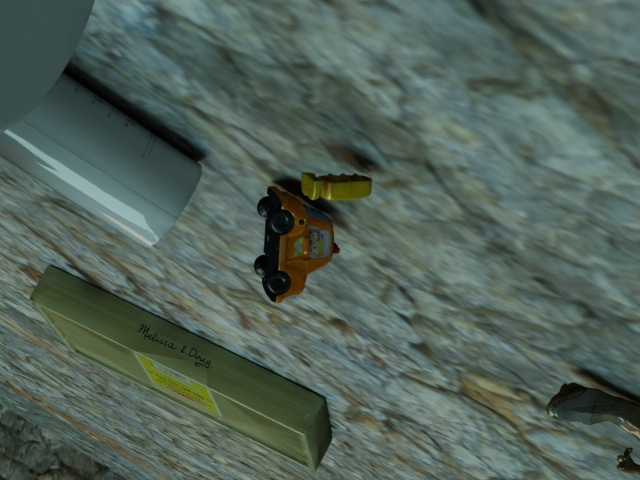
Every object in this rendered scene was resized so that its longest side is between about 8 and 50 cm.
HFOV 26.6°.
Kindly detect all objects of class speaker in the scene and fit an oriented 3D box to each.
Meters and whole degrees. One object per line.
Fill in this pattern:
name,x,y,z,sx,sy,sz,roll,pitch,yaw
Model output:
speaker,-0.129,-0.053,0.693,0.136,0.055,0.055,34,162,-20

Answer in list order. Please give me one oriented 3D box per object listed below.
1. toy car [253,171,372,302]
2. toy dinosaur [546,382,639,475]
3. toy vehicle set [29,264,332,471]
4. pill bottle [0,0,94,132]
toy car,0.000,0.000,0.653,0.041,0.060,0.122,-1,178,-17
toy dinosaur,0.220,0.131,0.708,0.211,0.064,0.112,38,-179,-1
toy vehicle set,-0.118,0.117,1.199,0.267,0.035,0.166,25,163,10
pill bottle,-0.197,-0.123,0.463,0.229,0.131,0.131,24,163,13
